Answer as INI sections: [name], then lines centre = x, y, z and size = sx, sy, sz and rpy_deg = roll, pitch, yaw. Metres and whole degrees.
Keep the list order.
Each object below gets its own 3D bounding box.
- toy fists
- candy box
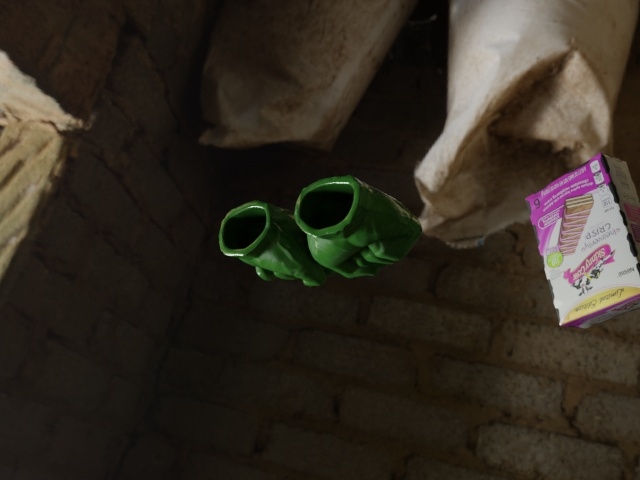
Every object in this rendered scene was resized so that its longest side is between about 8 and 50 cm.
[toy fists]
centre = 0.000, 0.000, 0.888
size = 0.279, 0.096, 0.142
rpy_deg = -14, 154, 42
[candy box]
centre = 0.429, 0.004, 1.075
size = 0.071, 0.233, 0.159
rpy_deg = 9, 150, -33
